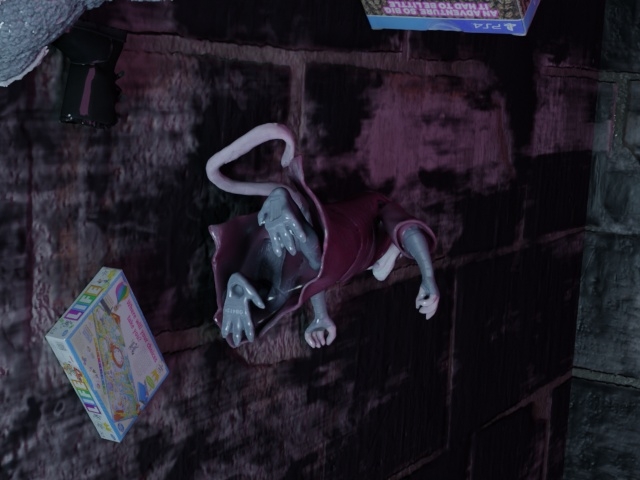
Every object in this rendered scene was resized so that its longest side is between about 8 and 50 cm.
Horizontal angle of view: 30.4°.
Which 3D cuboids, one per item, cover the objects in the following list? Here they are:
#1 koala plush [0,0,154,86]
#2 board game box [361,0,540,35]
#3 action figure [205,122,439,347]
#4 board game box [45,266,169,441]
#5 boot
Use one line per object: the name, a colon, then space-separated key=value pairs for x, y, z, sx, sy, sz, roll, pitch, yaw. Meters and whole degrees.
koala plush: x=-0.224 y=-0.229 z=0.964 sx=0.221 sy=0.203 sz=0.196 roll=-46 pitch=175 yaw=-9
board game box: x=0.150 y=-0.422 z=1.524 sx=0.141 sy=0.232 sz=0.291 roll=-64 pitch=147 yaw=-29
action figure: x=0.000 y=0.000 z=1.465 sx=0.370 sy=0.248 sz=0.276 roll=-21 pitch=88 yaw=-56
board game box: x=-0.216 y=0.118 z=1.218 sx=0.103 sy=0.026 sz=0.154 roll=-55 pitch=141 yaw=-39
boot: x=-0.229 y=-0.158 z=1.113 sx=0.121 sy=0.045 sz=0.099 roll=1 pitch=102 yaw=-59
